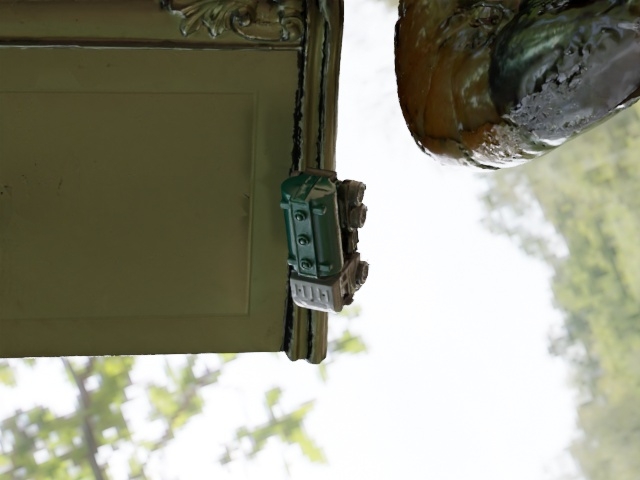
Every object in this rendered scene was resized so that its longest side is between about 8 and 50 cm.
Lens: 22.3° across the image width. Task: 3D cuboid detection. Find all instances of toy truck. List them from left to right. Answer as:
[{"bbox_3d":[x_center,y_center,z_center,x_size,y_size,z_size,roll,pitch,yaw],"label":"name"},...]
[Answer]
[{"bbox_3d":[0.000,0.000,0.846,0.044,0.039,0.083,-56,-31,-45],"label":"toy truck"}]

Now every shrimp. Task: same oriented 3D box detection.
[{"bbox_3d":[0.126,-0.152,0.817,0.054,0.290,0.222,11,-100,-29],"label":"shrimp"}]

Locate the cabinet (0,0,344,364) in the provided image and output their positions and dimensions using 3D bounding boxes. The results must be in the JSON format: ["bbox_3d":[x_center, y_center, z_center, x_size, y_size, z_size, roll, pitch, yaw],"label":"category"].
[{"bbox_3d":[-0.170,-0.083,0.980,0.290,0.318,0.227,-114,25,-66],"label":"cabinet"}]
